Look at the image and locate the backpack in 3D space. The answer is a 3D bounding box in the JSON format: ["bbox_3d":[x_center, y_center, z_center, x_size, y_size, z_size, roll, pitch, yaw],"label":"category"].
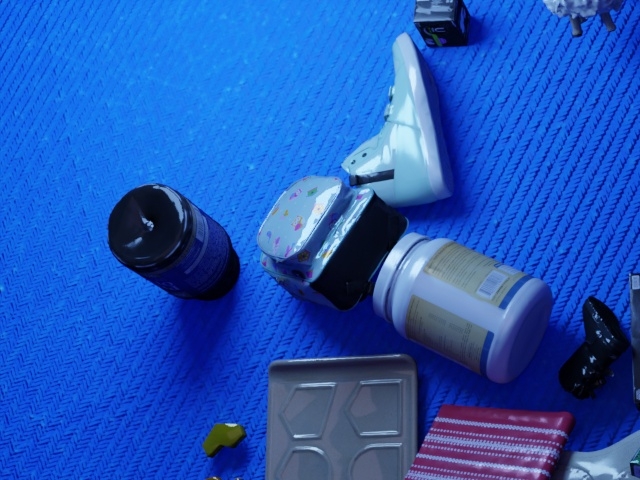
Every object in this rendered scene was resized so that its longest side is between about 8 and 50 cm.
[{"bbox_3d":[0.000,0.000,1.875,0.166,0.144,0.188,-59,22,-14],"label":"backpack"}]

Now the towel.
[{"bbox_3d":[0.182,0.311,1.701,0.199,0.031,0.275,-1,44,40],"label":"towel"}]

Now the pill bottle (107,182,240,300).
[{"bbox_3d":[-0.193,0.011,1.921,0.123,0.219,0.123,-6,70,18],"label":"pill bottle"}]

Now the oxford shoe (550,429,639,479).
[{"bbox_3d":[0.436,0.282,1.657,0.397,0.140,0.146,-7,65,16],"label":"oxford shoe"}]

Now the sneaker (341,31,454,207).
[{"bbox_3d":[0.090,-0.164,1.948,0.151,0.094,0.256,-15,67,18],"label":"sneaker"}]

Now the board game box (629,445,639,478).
[{"bbox_3d":[0.482,0.199,1.644,0.136,0.030,0.260,18,49,33],"label":"board game box"}]

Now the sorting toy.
[{"bbox_3d":[-0.015,0.274,1.876,0.307,0.041,0.229,-5,76,18],"label":"sorting toy"}]

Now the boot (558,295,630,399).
[{"bbox_3d":[0.340,0.138,1.780,0.099,0.045,0.121,-56,24,22],"label":"boot"}]

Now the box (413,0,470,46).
[{"bbox_3d":[0.172,-0.313,1.972,0.062,0.083,0.052,1,72,20],"label":"box"}]

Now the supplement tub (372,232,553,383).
[{"bbox_3d":[0.183,0.083,1.804,0.199,0.144,0.144,26,83,25],"label":"supplement tub"}]

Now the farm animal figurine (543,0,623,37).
[{"bbox_3d":[0.478,-0.417,1.811,0.326,0.172,0.330,7,50,35],"label":"farm animal figurine"}]

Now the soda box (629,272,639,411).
[{"bbox_3d":[0.419,0.127,1.753,0.053,0.060,0.169,-3,71,17],"label":"soda box"}]
